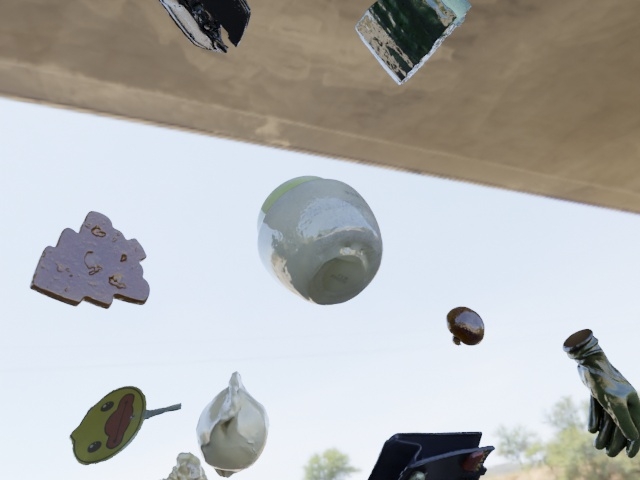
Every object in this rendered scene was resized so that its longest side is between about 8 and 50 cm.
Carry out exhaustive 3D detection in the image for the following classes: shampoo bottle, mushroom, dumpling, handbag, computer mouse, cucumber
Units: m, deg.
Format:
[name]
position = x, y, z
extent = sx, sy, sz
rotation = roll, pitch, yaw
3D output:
[shampoo bottle]
position = 0.000, 0.000, 1.811
extent = 0.322, 0.317, 0.322
rotation = -17, -53, -23
[mushroom]
position = 0.421, 0.247, 1.995
extent = 0.127, 0.127, 0.087
rotation = 7, -35, -30
[dumpling]
position = -0.178, 0.371, 1.414
extent = 0.147, 0.193, 0.258
rotation = 7, -44, 0
[handbag]
position = 0.284, 0.647, 1.804
extent = 0.329, 0.122, 0.303
rotation = 6, -63, -28
[computer mouse]
position = -0.180, -0.366, 0.922
extent = 0.146, 0.241, 0.077
rotation = -15, 18, 43
[cucumber]
position = 0.168, -0.379, 1.220
extent = 0.191, 0.130, 0.191
rotation = -37, 2, 1

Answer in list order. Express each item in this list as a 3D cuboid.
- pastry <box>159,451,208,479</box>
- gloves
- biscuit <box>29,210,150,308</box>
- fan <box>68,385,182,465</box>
[pastry]
position = -0.128, 0.355, 0.726
extent = 0.089, 0.258, 0.121
rotation = -18, -36, -16
[gloves]
position = 0.568, 0.305, 1.360
extent = 0.107, 0.268, 0.135
rotation = -19, 4, 4
[biscuit]
position = -0.567, 0.061, 1.670
extent = 0.301, 0.278, 0.043
rotation = -18, -17, -43
[fan]
position = -0.498, 0.454, 1.737
extent = 0.335, 0.229, 0.011
rotation = -17, -53, 13
